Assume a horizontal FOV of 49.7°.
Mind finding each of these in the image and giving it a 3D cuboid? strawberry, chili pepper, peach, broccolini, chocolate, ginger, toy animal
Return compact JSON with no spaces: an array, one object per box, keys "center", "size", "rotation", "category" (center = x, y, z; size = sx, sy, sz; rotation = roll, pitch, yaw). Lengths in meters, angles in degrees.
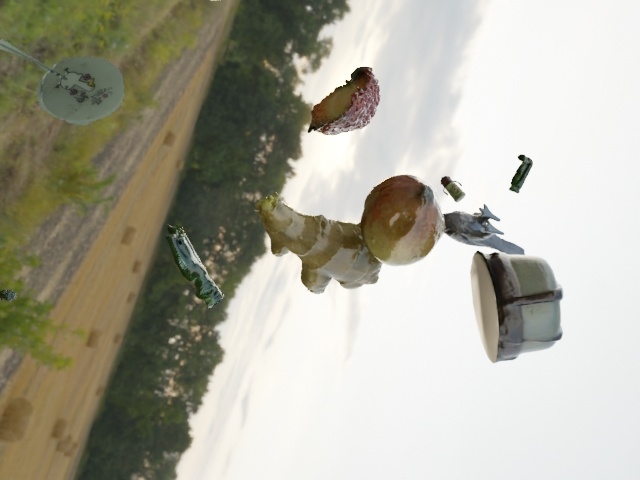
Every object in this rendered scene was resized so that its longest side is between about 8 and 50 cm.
[{"center":[0.074,-0.352,1.960],"size":[0.233,0.138,0.306],"rotation":[-30,-154,30],"category":"strawberry"},{"center":[0.488,-0.170,1.674],"size":[0.055,0.035,0.118],"rotation":[-20,-134,52],"category":"chili pepper"},{"center":[0.199,-0.053,1.591],"size":[0.232,0.232,0.232],"rotation":[-161,-90,-78],"category":"peach"},{"center":[-0.818,0.135,1.744],"size":[0.035,0.140,0.030],"rotation":[-9,98,-57],"category":"broccolini"},{"center":[0.485,0.153,1.670],"size":[0.283,0.186,0.283],"rotation":[174,-90,-89],"category":"chocolate"},{"center":[-0.008,0.015,1.844],"size":[0.236,0.375,0.166],"rotation":[112,2,-47],"category":"ginger"},{"center":[0.414,-0.029,1.826],"size":[0.206,0.367,0.081],"rotation":[121,-16,-72],"category":"toy animal"},{"center":[-0.312,0.060,1.660],"size":[0.061,0.224,0.098],"rotation":[-33,-172,5],"category":"chili pepper"}]

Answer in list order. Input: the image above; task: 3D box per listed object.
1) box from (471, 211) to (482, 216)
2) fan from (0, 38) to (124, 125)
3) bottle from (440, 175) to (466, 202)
[{"center":[0.540,-0.078,2.485],"size":[0.083,0.012,0.046],"rotation":[-29,-164,-18],"category":"box"},{"center":[-0.718,-0.453,1.887],"size":[0.233,0.415,0.012],"rotation":[-53,168,-27],"category":"fan"},{"center":[0.448,-0.179,2.360],"size":[0.063,0.101,0.047],"rotation":[-25,160,-39],"category":"bottle"}]
